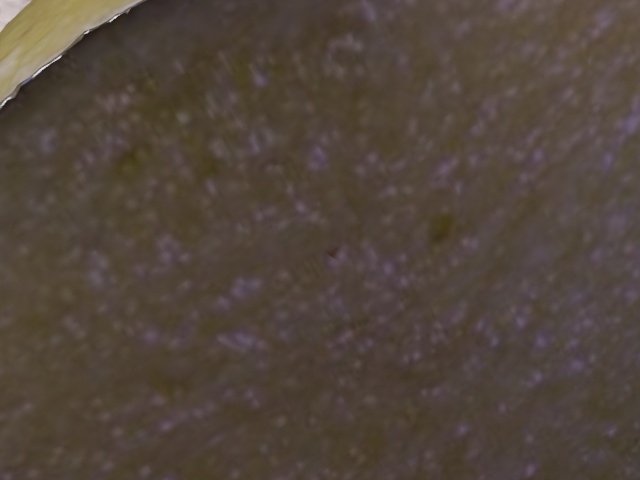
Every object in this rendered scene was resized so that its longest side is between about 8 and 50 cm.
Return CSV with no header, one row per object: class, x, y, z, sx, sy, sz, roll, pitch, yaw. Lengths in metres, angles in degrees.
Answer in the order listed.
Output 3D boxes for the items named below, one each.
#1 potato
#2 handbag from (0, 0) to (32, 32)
potato,0.000,0.000,0.589,0.442,0.385,0.319,-25,30,-3
handbag,-0.245,-0.117,0.801,0.193,0.072,0.151,10,71,3
